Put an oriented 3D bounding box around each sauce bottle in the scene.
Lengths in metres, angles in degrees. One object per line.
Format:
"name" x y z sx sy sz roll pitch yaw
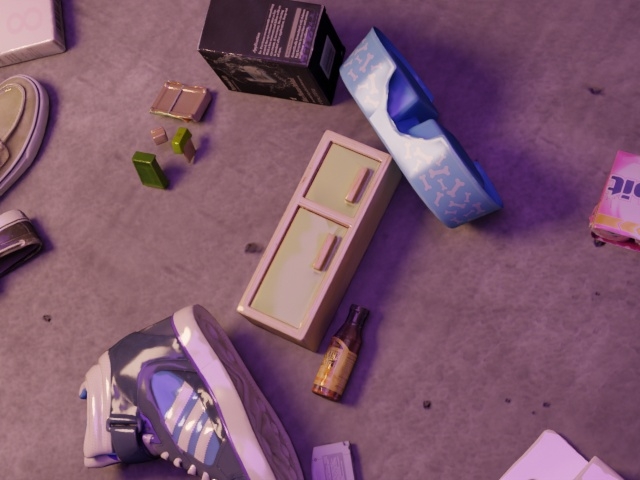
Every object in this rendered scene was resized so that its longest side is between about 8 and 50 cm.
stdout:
"sauce bottle" 0.028 0.145 1.731 0.042 0.042 0.128 18 78 16

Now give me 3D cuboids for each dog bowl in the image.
"dog bowl" 0.126 -0.141 1.732 0.074 0.166 0.297 -37 70 12

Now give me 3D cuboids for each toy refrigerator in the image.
"toy refrigerator" 0.000 0.000 1.749 0.102 0.094 0.269 24 81 18

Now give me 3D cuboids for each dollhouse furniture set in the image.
"dollhouse furniture set" -0.208 -0.150 1.874 0.076 0.058 0.151 11 58 22

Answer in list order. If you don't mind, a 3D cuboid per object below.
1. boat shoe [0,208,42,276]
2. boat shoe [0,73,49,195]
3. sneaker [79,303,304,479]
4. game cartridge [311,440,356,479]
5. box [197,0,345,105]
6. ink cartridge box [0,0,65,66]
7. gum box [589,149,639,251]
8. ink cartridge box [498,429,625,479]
"boat shoe" -0.490 0.045 1.852 0.219 0.078 0.070 -36 69 -1
"boat shoe" -0.491 -0.109 1.886 0.109 0.094 0.302 27 82 18
"sneaker" -0.182 0.266 1.710 0.236 0.130 0.323 -33 75 12
"game cartridge" 0.017 0.302 1.703 0.056 0.017 0.083 -10 73 6
"box" -0.064 -0.259 1.802 0.158 0.156 0.093 11 79 15
"ink cartridge box" -0.501 -0.346 1.976 0.232 0.066 0.189 -11 73 5
"gum box" 0.441 -0.035 1.679 0.188 0.062 0.107 17 79 16
"ink cartridge box" 0.333 0.399 1.552 0.353 0.119 0.207 42 87 19
